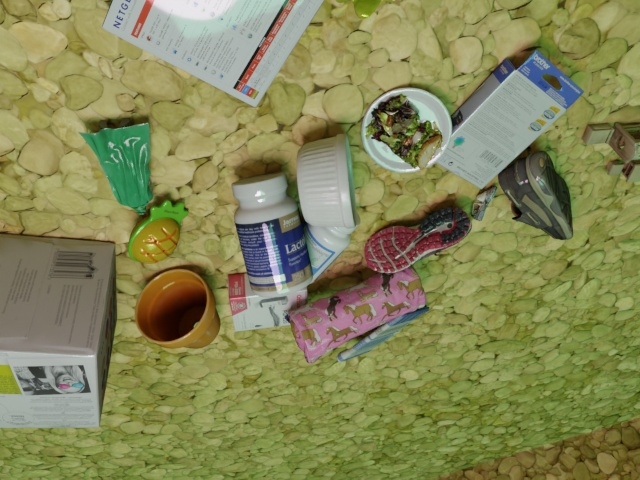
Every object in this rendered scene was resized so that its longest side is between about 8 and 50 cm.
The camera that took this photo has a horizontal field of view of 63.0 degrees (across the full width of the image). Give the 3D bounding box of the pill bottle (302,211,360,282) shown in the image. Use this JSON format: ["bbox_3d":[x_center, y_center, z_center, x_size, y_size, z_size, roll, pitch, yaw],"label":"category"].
[{"bbox_3d":[0.000,0.000,1.320,0.124,0.124,0.221,23,126,-30],"label":"pill bottle"}]

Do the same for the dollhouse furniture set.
[{"bbox_3d":[0.737,-0.195,1.281,0.181,0.101,0.161,-6,135,-5],"label":"dollhouse furniture set"}]

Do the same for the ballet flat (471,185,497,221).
[{"bbox_3d":[0.423,-0.099,1.365,0.041,0.041,0.114,2,133,-13],"label":"ballet flat"}]

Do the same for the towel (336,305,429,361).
[{"bbox_3d":[0.195,0.288,1.641,0.285,0.034,0.209,-42,158,28],"label":"towel"}]

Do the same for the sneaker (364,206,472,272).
[{"bbox_3d":[0.261,0.011,1.392,0.298,0.121,0.112,-19,166,19],"label":"sneaker"}]

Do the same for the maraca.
[{"bbox_3d":[-0.387,-0.020,1.246,0.186,0.099,0.127,-55,153,19],"label":"maraca"}]

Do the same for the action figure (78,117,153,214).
[{"bbox_3d":[-0.418,-0.149,1.135,0.137,0.064,0.232,-7,131,-7],"label":"action figure"}]

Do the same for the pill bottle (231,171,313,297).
[{"bbox_3d":[-0.114,-0.016,1.204,0.153,0.153,0.265,-12,106,1],"label":"pill bottle"}]

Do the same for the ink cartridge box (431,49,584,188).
[{"bbox_3d":[0.406,-0.269,1.174,0.185,0.065,0.311,23,129,-29],"label":"ink cartridge box"}]

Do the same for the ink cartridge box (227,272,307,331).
[{"bbox_3d":[-0.145,0.168,1.482,0.217,0.092,0.159,-7,136,-7],"label":"ink cartridge box"}]

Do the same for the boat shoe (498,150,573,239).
[{"bbox_3d":[0.556,-0.106,1.341,0.130,0.133,0.355,-9,146,36],"label":"boat shoe"}]

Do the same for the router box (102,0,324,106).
[{"bbox_3d":[-0.158,-0.439,0.884,0.301,0.082,0.335,23,126,-29],"label":"router box"}]

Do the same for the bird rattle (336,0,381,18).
[{"bbox_3d":[0.068,-0.488,0.781,0.206,0.254,0.143,16,164,-13],"label":"bird rattle"}]

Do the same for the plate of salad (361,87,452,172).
[{"bbox_3d":[0.188,-0.234,1.148,0.199,0.048,0.200,5,125,7],"label":"plate of salad"}]

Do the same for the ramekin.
[{"bbox_3d":[0.015,-0.126,1.149,0.108,0.207,0.207,-5,136,7],"label":"ramekin"}]

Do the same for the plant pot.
[{"bbox_3d":[-0.364,0.208,1.420,0.204,0.205,0.188,-15,150,5],"label":"plant pot"}]

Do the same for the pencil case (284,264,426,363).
[{"bbox_3d":[0.104,0.189,1.435,0.385,0.167,0.160,-25,122,-9],"label":"pencil case"}]

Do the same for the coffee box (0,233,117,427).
[{"bbox_3d":[-0.687,0.221,1.255,0.337,0.338,0.335,5,133,-16],"label":"coffee box"}]
